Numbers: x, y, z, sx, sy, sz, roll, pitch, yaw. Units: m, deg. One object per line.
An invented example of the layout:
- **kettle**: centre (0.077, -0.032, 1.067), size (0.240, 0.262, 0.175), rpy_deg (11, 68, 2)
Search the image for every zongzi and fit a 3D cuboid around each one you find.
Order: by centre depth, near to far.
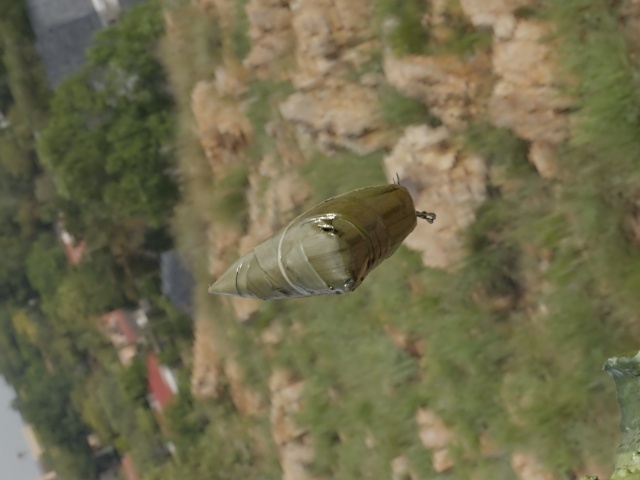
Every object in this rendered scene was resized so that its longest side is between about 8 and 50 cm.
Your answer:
- **zongzi**: centre (0.000, 0.000, 1.378), size (0.178, 0.189, 0.081), rpy_deg (-14, 104, 38)

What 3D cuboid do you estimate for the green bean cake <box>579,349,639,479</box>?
- **green bean cake**: centre (0.402, 0.257, 1.544), size (0.233, 0.236, 0.124), rpy_deg (37, 144, -19)
